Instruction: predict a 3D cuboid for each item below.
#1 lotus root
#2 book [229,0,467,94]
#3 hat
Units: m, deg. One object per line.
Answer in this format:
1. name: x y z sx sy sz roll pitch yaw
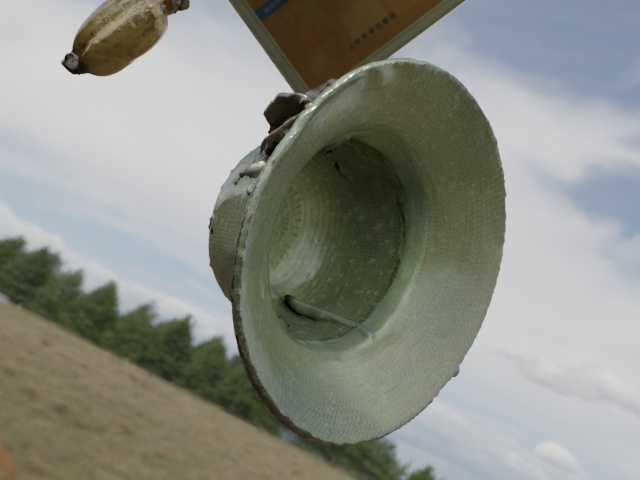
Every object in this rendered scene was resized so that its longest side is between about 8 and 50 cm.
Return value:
1. lotus root: -0.197 -0.218 1.099 0.072 0.152 0.063 62 6 32
2. book: -0.011 -0.251 0.896 0.241 0.170 0.018 54 12 -1
3. hat: 0.000 0.000 0.731 0.130 0.257 0.257 14 -15 43
